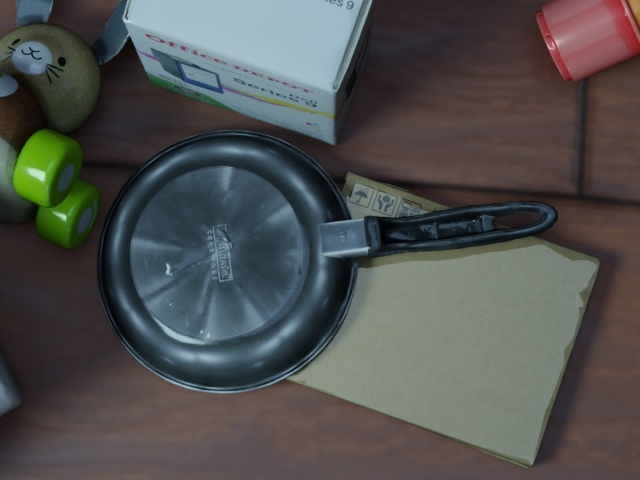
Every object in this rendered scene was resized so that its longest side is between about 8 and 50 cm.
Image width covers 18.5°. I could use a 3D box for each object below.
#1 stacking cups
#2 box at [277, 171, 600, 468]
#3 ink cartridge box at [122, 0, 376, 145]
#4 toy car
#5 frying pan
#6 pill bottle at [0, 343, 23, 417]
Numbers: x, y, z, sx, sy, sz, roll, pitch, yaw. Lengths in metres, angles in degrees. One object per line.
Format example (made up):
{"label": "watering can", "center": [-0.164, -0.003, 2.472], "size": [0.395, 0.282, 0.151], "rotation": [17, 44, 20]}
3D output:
{"label": "stacking cups", "center": [0.310, -0.206, 1.424], "size": [0.316, 0.096, 0.096], "rotation": [-24, 82, 10]}
{"label": "box", "center": [0.087, 0.058, 1.453], "size": [0.201, 0.021, 0.164], "rotation": [19, 82, 2]}
{"label": "ink cartridge box", "center": [-0.046, -0.147, 1.385], "size": [0.154, 0.212, 0.093], "rotation": [18, 82, 2]}
{"label": "toy car", "center": [-0.210, -0.116, 1.424], "size": [0.155, 0.149, 0.188], "rotation": [24, 70, 13]}
{"label": "frying pan", "center": [-0.010, 0.028, 1.426], "size": [0.326, 0.053, 0.197], "rotation": [14, 83, 12]}
{"label": "pill bottle", "center": [-0.423, 0.132, 1.331], "size": [0.408, 0.229, 0.229], "rotation": [-28, 83, -5]}
